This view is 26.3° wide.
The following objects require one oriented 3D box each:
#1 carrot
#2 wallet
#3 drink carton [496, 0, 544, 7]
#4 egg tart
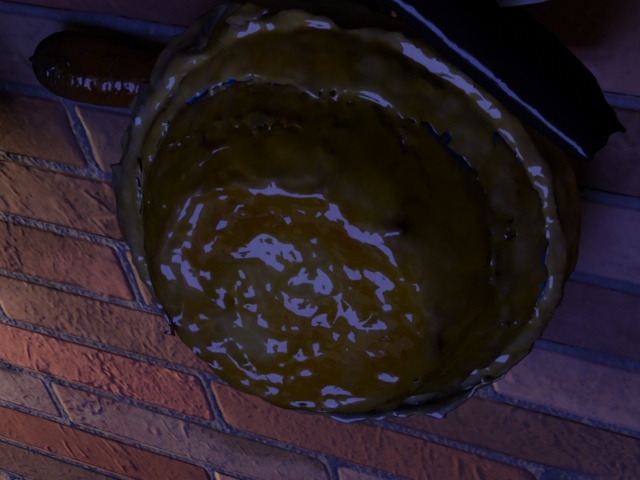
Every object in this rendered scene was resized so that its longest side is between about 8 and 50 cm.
[{"bbox_3d":[-0.159,-0.137,1.162,0.186,0.060,0.060,13,141,18],"label":"carrot"},{"bbox_3d":[0.035,-0.192,0.852,0.377,0.197,0.051,39,111,-9],"label":"wallet"},{"bbox_3d":[0.129,-0.293,0.699,0.194,0.132,0.325,-2,135,37],"label":"drink carton"},{"bbox_3d":[0.000,0.000,1.047,0.387,0.169,0.388,9,123,14],"label":"egg tart"}]
